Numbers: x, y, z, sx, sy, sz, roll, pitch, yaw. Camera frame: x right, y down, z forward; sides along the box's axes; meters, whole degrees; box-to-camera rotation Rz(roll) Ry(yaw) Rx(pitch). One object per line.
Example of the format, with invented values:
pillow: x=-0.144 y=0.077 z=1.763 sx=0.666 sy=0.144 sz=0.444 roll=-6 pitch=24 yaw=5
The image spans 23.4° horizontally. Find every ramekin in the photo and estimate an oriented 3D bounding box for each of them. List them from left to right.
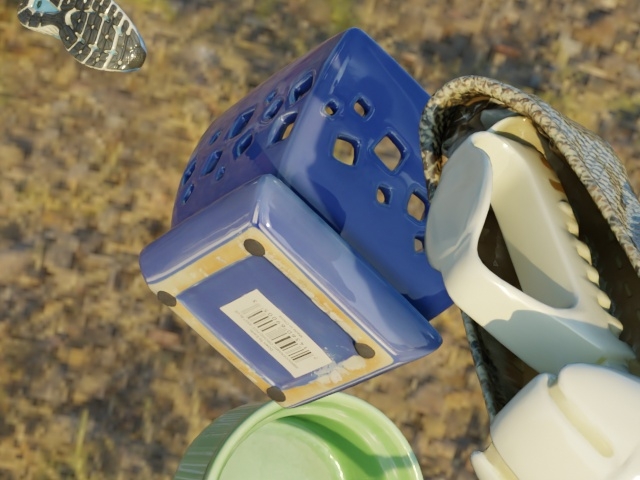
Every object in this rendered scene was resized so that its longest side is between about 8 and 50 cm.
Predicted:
ramekin: x=-0.036 y=0.330 z=1.861 sx=0.303 sy=0.303 sz=0.148 roll=-2 pitch=-3 yaw=-29

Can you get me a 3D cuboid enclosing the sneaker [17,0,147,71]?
sneaker: x=-0.207 y=-0.197 z=1.429 sx=0.162 sy=0.063 sz=0.073 roll=34 pitch=9 yaw=38

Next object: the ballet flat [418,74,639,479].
ballet flat: x=0.138 y=0.074 z=0.858 sx=0.182 sy=0.164 sz=0.483 roll=37 pitch=25 yaw=-36

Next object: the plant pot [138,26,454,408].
plant pot: x=0.000 y=0.000 z=1.315 sx=0.236 sy=0.236 sz=0.212 roll=44 pitch=50 yaw=-16
